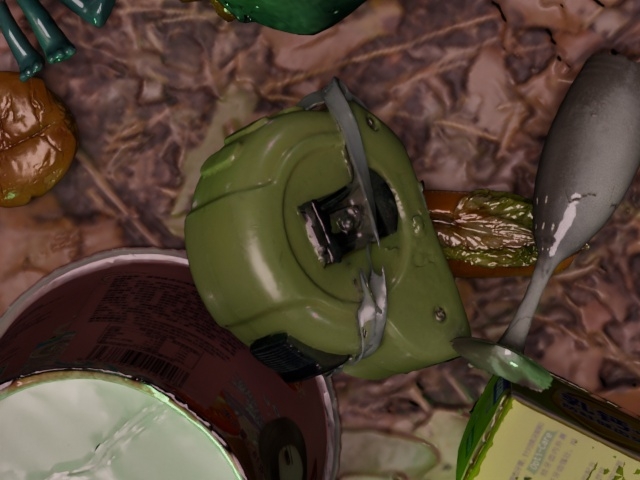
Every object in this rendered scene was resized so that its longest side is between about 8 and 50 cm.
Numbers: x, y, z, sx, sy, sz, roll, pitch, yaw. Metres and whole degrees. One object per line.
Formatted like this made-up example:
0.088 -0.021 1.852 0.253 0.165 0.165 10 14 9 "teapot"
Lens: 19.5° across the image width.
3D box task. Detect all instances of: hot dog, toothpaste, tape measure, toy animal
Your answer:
0.096 -0.003 1.121 0.133 0.041 0.056 4 99 4 "hot dog"
0.237 0.179 1.105 0.327 0.110 0.077 26 102 0 "toothpaste"
0.000 0.000 1.057 0.087 0.154 0.177 -25 83 51 "tape measure"
-0.204 -0.192 1.078 0.103 0.100 0.208 -37 106 13 "toy animal"

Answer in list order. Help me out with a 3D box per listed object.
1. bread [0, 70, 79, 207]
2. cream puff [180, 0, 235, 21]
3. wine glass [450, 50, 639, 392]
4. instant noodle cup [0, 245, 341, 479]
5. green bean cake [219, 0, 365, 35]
-0.186 -0.062 1.132 0.081 0.046 0.083 -2 100 7 "bread"
-0.043 -0.186 1.078 0.122 0.094 0.116 -26 93 13 "cream puff"
0.139 -0.015 1.068 0.066 0.066 0.198 24 71 0 "wine glass"
-0.112 0.139 1.065 0.243 0.231 0.243 1 99 3 "instant noodle cup"
0.006 -0.304 0.953 0.308 0.169 0.300 -36 56 3 "green bean cake"
